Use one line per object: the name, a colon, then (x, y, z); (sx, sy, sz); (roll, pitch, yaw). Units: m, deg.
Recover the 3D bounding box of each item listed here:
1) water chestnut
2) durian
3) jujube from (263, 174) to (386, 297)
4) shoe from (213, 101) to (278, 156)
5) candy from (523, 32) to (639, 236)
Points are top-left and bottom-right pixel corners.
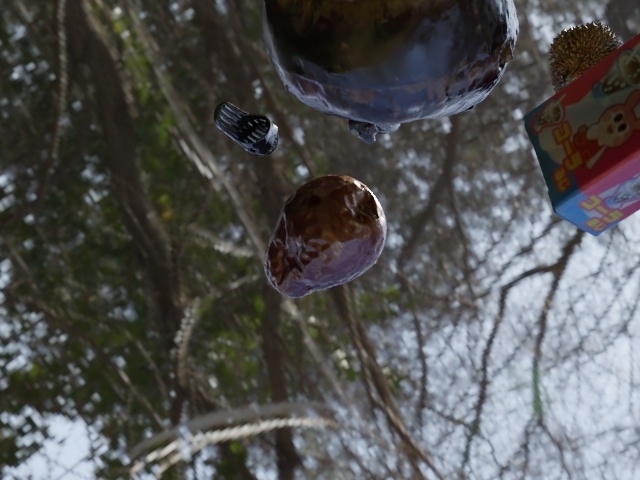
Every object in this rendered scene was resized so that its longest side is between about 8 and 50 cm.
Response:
water chestnut: (0.074, -0.225, 1.375); (0.300, 0.300, 0.300); (-21, -148, 13)
durian: (0.435, -0.277, 2.030); (0.137, 0.158, 0.168); (-28, -176, 28)
jujube: (0.000, 0.000, 2.192); (0.255, 0.190, 0.190); (-44, -160, 34)
shoe: (-0.111, -0.184, 2.060); (0.053, 0.159, 0.062); (0, -108, 40)
candy: (0.397, -0.154, 1.451); (0.306, 0.100, 0.157); (-37, -135, 30)
